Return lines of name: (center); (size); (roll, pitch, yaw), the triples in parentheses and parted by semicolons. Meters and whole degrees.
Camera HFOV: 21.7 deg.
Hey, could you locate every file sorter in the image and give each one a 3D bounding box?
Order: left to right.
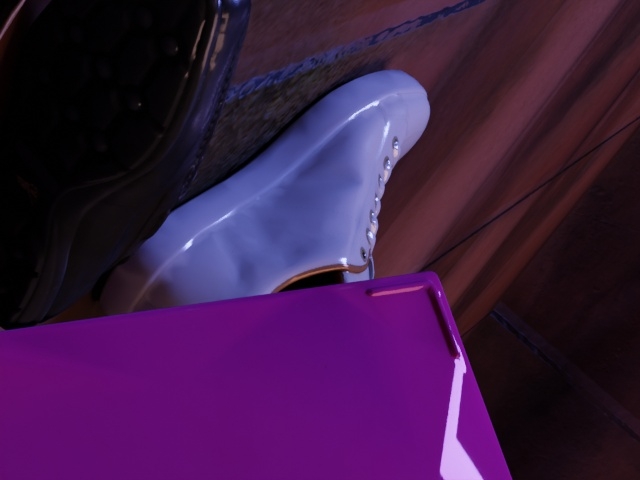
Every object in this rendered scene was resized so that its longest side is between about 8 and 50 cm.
file sorter: (-0.072, 0.155, 0.777); (0.291, 0.202, 0.182); (-7, 160, -36)

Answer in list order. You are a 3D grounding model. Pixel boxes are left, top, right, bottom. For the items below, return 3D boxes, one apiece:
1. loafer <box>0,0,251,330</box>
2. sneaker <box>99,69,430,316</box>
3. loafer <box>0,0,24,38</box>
loafer: (-0.082, -0.044, 0.659); (0.078, 0.076, 0.223); (-32, 167, -42)
sneaker: (0.000, 0.000, 1.018); (0.290, 0.123, 0.106); (-41, 165, -41)
loafer: (-0.100, -0.085, 0.535); (0.125, 0.039, 0.045); (-50, 169, 8)
